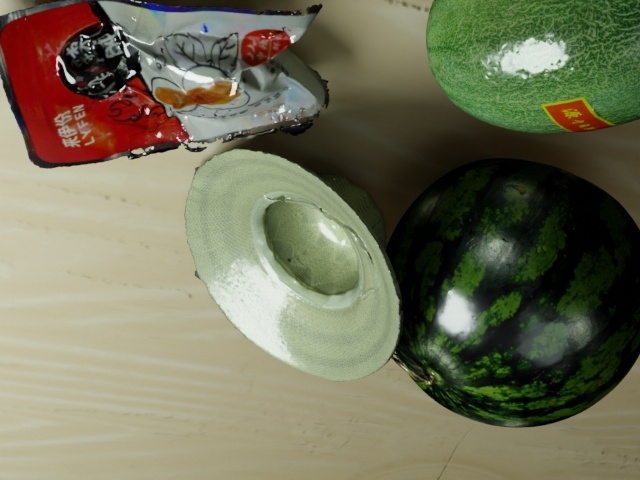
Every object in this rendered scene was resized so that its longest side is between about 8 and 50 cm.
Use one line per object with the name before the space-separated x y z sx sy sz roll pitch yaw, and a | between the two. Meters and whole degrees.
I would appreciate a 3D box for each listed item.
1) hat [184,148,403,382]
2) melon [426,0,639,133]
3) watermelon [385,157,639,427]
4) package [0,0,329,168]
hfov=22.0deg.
hat | 0.000 0.000 1.517 0.110 0.252 0.252 -41 151 -38
melon | 0.220 -0.179 1.346 0.287 0.182 0.182 -7 149 39
watermelon | 0.186 0.053 1.559 0.269 0.269 0.269 -11 136 -11
package | -0.127 -0.140 1.380 0.269 0.071 0.194 -5 134 2
